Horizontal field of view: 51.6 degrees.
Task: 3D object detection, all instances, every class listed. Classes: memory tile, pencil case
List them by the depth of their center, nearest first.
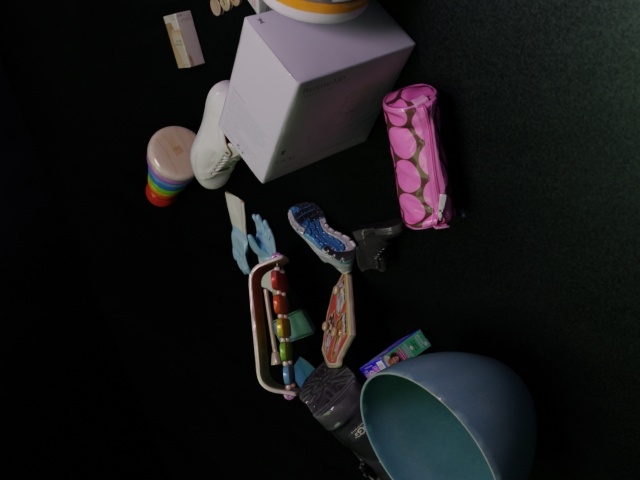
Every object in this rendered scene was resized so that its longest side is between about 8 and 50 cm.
[{"bbox_3d":[0.152,-0.121,0.983,0.098,0.095,0.209,-100,-5,-68],"label":"pencil case"},{"bbox_3d":[-0.201,-0.517,1.275,0.113,0.012,0.148,5,117,55],"label":"memory tile"}]

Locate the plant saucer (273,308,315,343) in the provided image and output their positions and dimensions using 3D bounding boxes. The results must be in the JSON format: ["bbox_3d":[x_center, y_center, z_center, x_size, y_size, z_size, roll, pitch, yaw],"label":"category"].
[{"bbox_3d":[-0.068,0.211,1.623,0.067,0.018,0.192,62,150,2],"label":"plant saucer"}]

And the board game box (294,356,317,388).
[{"bbox_3d":[-0.009,0.346,1.628,0.133,0.033,0.169,48,151,13],"label":"board game box"}]

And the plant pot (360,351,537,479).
[{"bbox_3d":[0.234,0.296,1.072,0.290,0.195,0.290,36,140,37],"label":"plant pot"}]

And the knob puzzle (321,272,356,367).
[{"bbox_3d":[0.025,0.170,1.336,0.213,0.029,0.213,-171,90,-78],"label":"knob puzzle"}]

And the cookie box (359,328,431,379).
[{"bbox_3d":[0.140,0.218,1.237,0.040,0.107,0.092,56,149,7],"label":"cookie box"}]

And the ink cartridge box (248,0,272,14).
[{"bbox_3d":[-0.106,-0.456,1.108,0.181,0.061,0.104,56,168,11],"label":"ink cartridge box"}]

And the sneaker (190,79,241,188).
[{"bbox_3d":[-0.207,-0.195,1.435,0.123,0.105,0.290,50,145,24],"label":"sneaker"}]

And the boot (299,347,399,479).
[{"bbox_3d":[0.159,0.439,1.342,0.445,0.146,0.367,46,-177,-6],"label":"boot"}]

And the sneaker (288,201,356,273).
[{"bbox_3d":[0.000,0.000,1.321,0.191,0.071,0.083,48,161,32],"label":"sneaker"}]

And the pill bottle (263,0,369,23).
[{"bbox_3d":[0.009,-0.429,0.818,0.162,0.162,0.279,44,144,28],"label":"pill bottle"}]

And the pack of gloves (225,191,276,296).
[{"bbox_3d":[-0.178,0.019,1.615,0.195,0.046,0.232,30,136,40],"label":"pack of gloves"}]

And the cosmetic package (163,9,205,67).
[{"bbox_3d":[-0.298,-0.439,1.448,0.060,0.041,0.115,13,123,51],"label":"cosmetic package"}]

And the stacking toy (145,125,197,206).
[{"bbox_3d":[-0.399,-0.174,1.726,0.141,0.141,0.330,61,154,2],"label":"stacking toy"}]

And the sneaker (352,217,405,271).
[{"bbox_3d":[0.110,0.013,1.187,0.170,0.051,0.089,-7,107,62],"label":"sneaker"}]

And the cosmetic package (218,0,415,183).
[{"bbox_3d":[-0.011,-0.234,1.005,0.138,0.224,0.225,52,148,18],"label":"cosmetic package"}]

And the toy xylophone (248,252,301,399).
[{"bbox_3d":[-0.097,0.189,1.480,0.236,0.081,0.323,-4,-92,-86],"label":"toy xylophone"}]
